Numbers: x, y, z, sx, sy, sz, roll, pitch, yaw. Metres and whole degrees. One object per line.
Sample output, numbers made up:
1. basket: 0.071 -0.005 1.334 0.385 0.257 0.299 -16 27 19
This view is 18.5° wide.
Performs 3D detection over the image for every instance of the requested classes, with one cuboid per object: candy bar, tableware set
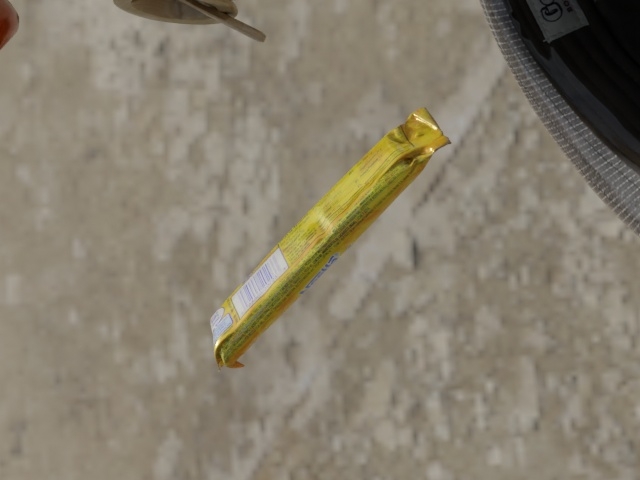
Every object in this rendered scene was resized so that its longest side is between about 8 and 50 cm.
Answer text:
1. candy bar: 0.000 0.000 0.941 0.161 0.018 0.040 -47 32 14
2. tableware set: -0.124 -0.149 1.130 0.128 0.194 0.039 -4 79 46

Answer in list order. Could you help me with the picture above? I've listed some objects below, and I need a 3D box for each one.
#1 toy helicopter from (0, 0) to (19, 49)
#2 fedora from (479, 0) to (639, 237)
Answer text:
1. toy helicopter: -0.085 -0.192 0.654 0.140 0.355 0.235 43 133 -11
2. fedora: 0.172 -0.115 0.777 0.275 0.124 0.244 47 150 40
